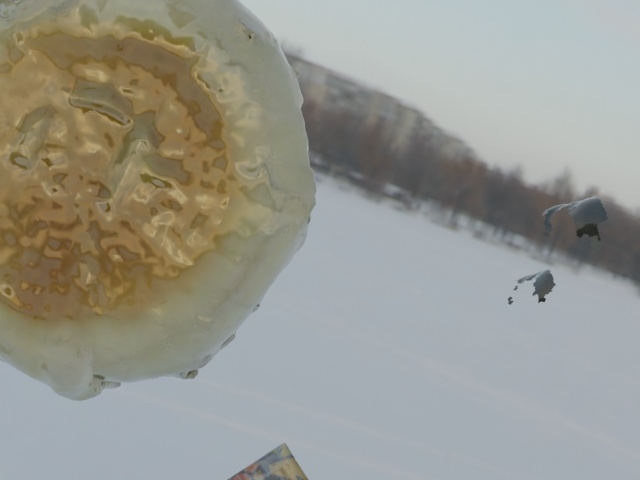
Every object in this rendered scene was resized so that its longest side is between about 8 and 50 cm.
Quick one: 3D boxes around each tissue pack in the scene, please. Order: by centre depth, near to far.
[{"bbox_3d":[-0.043,0.192,1.020,0.063,0.083,0.035,55,-14,12],"label":"tissue pack"}]

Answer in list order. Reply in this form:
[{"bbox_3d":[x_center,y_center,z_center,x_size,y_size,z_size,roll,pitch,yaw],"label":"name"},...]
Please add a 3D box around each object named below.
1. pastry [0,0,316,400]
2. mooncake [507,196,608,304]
[{"bbox_3d":[-0.079,-0.026,0.518,0.166,0.166,0.088,20,-2,1],"label":"pastry"},{"bbox_3d":[0.005,0.010,0.886,0.347,0.057,0.150,-12,38,15],"label":"mooncake"}]
